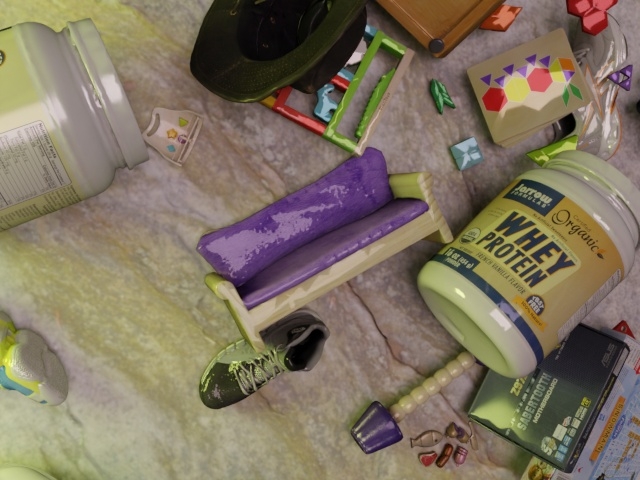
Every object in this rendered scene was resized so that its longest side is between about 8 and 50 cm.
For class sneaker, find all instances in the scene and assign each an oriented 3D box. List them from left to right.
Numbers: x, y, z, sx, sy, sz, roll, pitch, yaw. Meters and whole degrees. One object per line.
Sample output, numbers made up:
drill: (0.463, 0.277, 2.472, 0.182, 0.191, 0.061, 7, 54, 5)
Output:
sneaker: (-0.477, 0.167, 0.971, 0.126, 0.091, 0.240, -39, 104, 9)
sneaker: (-0.083, 0.186, 1.044, 0.228, 0.132, 0.086, -36, 102, -11)
sneaker: (0.450, -0.267, 1.184, 0.120, 0.099, 0.263, -2, 93, -11)

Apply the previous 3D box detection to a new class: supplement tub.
supplement tub: (-0.411, -0.137, 0.879, 0.324, 0.235, 0.236, -24, 99, -13)
supplement tub: (0.332, 0.032, 1.067, 0.316, 0.228, 0.228, -42, 103, -9)

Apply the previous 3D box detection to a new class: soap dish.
soap dish: (0.160, -0.435, 1.023, 0.291, 0.229, 0.118, 39, 40, -14)

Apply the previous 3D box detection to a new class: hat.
hat: (-0.026, -0.302, 0.966, 0.331, 0.331, 0.134, -53, 139, -6)

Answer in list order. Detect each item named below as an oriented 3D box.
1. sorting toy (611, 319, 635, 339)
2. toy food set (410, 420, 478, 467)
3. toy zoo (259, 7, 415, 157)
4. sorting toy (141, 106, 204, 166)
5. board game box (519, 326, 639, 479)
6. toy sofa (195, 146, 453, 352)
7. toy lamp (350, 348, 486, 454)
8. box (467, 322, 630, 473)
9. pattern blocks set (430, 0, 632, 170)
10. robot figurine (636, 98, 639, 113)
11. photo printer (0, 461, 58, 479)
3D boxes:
sorting toy: (0.558, 0.270, 1.268, 0.132, 0.046, 0.275, -40, 108, -10)
toy food set: (0.221, 0.364, 1.198, 0.122, 0.019, 0.078, -16, 98, -14)
toy zoo: (-0.022, -0.283, 1.069, 0.293, 0.030, 0.192, 28, 85, -8)
sorting toy: (-0.226, -0.163, 1.031, 0.075, 0.045, 0.083, 25, 87, -8)
board game box: (0.553, 0.363, 1.219, 0.318, 0.066, 0.319, 31, 88, -20)
toy sofa: (0.000, 0.000, 1.046, 0.362, 0.150, 0.177, -29, 101, -12)
toy lamp: (0.173, 0.258, 1.149, 0.274, 0.080, 0.080, -33, 101, -11)
box: (0.381, 0.241, 1.155, 0.059, 0.183, 0.233, 34, 83, -52)
pattern blocks set: (0.351, -0.257, 1.141, 0.324, 0.026, 0.286, -14, 99, 6)
robot figurine: (0.708, -0.214, 1.214, 0.278, 0.209, 0.174, 20, 52, -16)
photo printer: (-0.381, 0.462, 0.921, 0.307, 0.107, 0.256, 18, 91, 27)
